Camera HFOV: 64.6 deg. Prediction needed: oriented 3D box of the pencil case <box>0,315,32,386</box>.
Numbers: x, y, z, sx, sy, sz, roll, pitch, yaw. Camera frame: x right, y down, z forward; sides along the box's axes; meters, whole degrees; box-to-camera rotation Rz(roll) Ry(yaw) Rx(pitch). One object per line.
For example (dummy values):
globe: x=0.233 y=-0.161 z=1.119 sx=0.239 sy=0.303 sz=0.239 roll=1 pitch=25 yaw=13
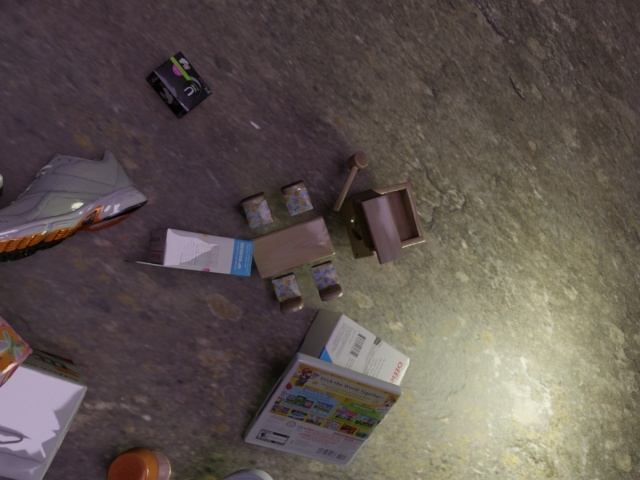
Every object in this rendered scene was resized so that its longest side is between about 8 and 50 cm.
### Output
pencil case: x=-0.426 y=0.055 z=0.499 sx=0.124 sy=0.124 sz=0.284 roll=-42 pitch=105 yaw=-25

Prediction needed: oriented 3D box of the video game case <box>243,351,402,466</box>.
video game case: x=0.005 y=0.318 z=0.933 sx=0.227 sy=0.026 sz=0.206 roll=24 pitch=110 yaw=-22

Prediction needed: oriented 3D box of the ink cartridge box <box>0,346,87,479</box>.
ink cartridge box: x=-0.405 y=0.213 z=0.665 sx=0.128 sy=0.176 sz=0.127 roll=30 pitch=74 yaw=-28

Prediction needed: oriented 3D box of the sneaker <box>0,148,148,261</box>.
sneaker: x=-0.384 y=-0.058 z=0.717 sx=0.262 sy=0.099 sz=0.120 roll=-31 pitch=93 yaw=-53

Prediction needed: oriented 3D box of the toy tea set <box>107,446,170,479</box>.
toy tea set: x=-0.344 y=0.480 z=0.760 sx=0.200 sy=0.124 sz=0.336 roll=43 pitch=68 yaw=10

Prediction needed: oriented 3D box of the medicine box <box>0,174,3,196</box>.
medicine box: x=-0.583 y=-0.069 z=0.574 sx=0.289 sy=0.149 sz=0.263 roll=45 pitch=68 yaw=-23

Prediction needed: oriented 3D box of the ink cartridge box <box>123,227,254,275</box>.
ink cartridge box: x=-0.215 y=0.018 z=0.827 sx=0.182 sy=0.104 sz=0.061 roll=9 pitch=84 yaw=-32

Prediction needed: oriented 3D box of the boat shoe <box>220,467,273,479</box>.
boat shoe: x=-0.178 y=0.527 z=0.824 sx=0.136 sy=0.156 sz=0.366 roll=29 pitch=85 yaw=12

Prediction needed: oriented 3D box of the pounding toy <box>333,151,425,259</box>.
pounding toy: x=0.089 y=-0.071 z=1.031 sx=0.181 sy=0.094 sz=0.205 roll=-15 pitch=89 yaw=-25

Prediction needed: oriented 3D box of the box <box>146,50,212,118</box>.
box: x=-0.236 y=-0.259 z=0.848 sx=0.062 sy=0.052 sz=0.083 roll=-48 pitch=114 yaw=-23

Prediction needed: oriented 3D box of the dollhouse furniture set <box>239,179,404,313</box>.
dollhouse furniture set: x=0.000 y=0.000 z=0.878 sx=0.242 sy=0.161 sz=0.212 roll=-19 pitch=101 yaw=-1

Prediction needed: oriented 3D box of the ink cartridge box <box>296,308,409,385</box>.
ink cartridge box: x=0.059 y=0.250 z=1.007 sx=0.203 sy=0.086 sz=0.148 roll=37 pitch=72 yaw=-27
